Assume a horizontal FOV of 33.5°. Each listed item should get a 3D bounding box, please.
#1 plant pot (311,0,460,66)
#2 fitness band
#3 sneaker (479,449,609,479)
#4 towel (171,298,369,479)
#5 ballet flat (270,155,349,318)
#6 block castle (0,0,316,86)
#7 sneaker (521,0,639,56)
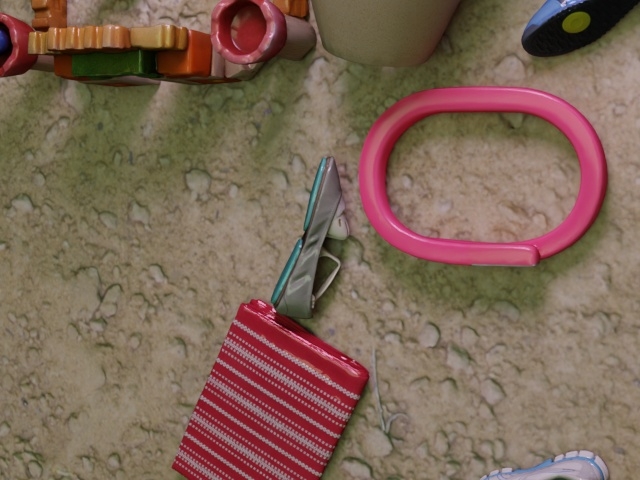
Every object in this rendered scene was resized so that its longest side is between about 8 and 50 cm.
[{"bbox_3d":[0.077,-0.342,1.182,0.256,0.256,0.274,18,117,23],"label":"plant pot"},{"bbox_3d":[0.186,-0.075,1.243,0.291,0.054,0.209,3,93,24],"label":"fitness band"},{"bbox_3d":[0.235,0.299,1.230,0.191,0.083,0.071,-30,83,25],"label":"sneaker"},{"bbox_3d":[-0.069,0.236,1.394,0.199,0.031,0.274,30,108,18],"label":"towel"},{"bbox_3d":[0.000,0.000,1.333,0.068,0.072,0.213,19,104,-6],"label":"ballet flat"},{"bbox_3d":[-0.240,-0.351,1.326,0.453,0.213,0.303,1,95,24],"label":"block castle"},{"bbox_3d":[0.306,-0.286,1.170,0.209,0.069,0.082,-38,45,31],"label":"sneaker"}]
